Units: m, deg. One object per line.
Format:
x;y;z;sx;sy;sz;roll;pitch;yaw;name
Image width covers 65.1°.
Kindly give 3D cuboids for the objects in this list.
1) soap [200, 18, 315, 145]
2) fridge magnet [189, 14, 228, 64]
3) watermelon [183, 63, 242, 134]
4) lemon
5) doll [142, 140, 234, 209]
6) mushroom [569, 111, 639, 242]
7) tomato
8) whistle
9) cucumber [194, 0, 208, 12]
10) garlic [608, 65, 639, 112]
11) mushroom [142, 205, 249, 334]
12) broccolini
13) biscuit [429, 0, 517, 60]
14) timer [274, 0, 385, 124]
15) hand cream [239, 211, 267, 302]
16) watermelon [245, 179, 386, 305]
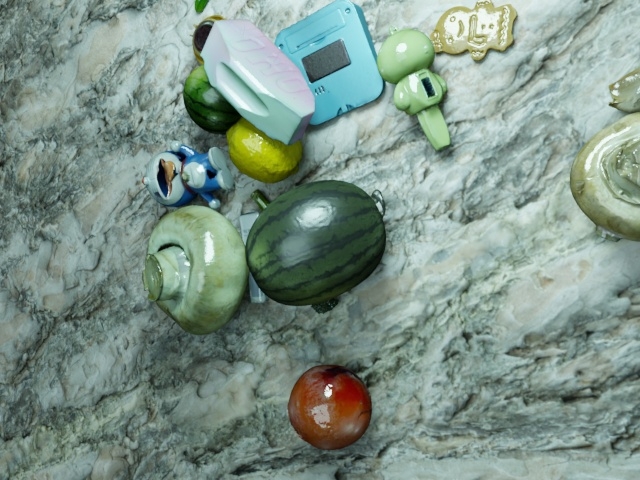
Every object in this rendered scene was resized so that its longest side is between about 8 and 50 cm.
-0.142;-0.382;1.207;0.324;0.193;0.109;47;132;7;soap
-0.305;-0.561;1.408;0.142;0.063;0.143;0;91;27;fridge magnet
-0.258;-0.372;1.337;0.214;0.188;0.188;24;105;3;watermelon
-0.143;-0.237;1.291;0.180;0.180;0.193;-33;92;24;lemon
-0.377;-0.177;1.424;0.256;0.161;0.216;-10;105;24;doll
0.605;-0.114;0.945;0.254;0.184;0.255;0;90;12;mushroom
0.027;0.408;1.249;0.208;0.208;0.184;44;109;16;tomato
0.215;-0.351;1.159;0.141;0.141;0.294;-12;106;26;whistle
-0.314;-0.715;1.416;0.155;0.037;0.037;-47;75;21;cucumber
0.636;-0.308;0.973;0.152;0.066;0.084;-38;76;25;garlic
-0.348;0.083;1.364;0.352;0.260;0.353;4;96;46;mushroom
-0.087;0.028;1.343;0.078;0.074;0.392;-41;78;15;broccolini
0.343;-0.476;1.124;0.183;0.027;0.134;21;104;23;biscuit
0.029;-0.442;1.267;0.231;0.091;0.250;-17;98;25;timer
-0.184;0.048;1.407;0.079;0.048;0.256;-8;90;35;hand cream
0.000;0.000;1.181;0.359;0.279;0.279;-24;83;-4;watermelon
